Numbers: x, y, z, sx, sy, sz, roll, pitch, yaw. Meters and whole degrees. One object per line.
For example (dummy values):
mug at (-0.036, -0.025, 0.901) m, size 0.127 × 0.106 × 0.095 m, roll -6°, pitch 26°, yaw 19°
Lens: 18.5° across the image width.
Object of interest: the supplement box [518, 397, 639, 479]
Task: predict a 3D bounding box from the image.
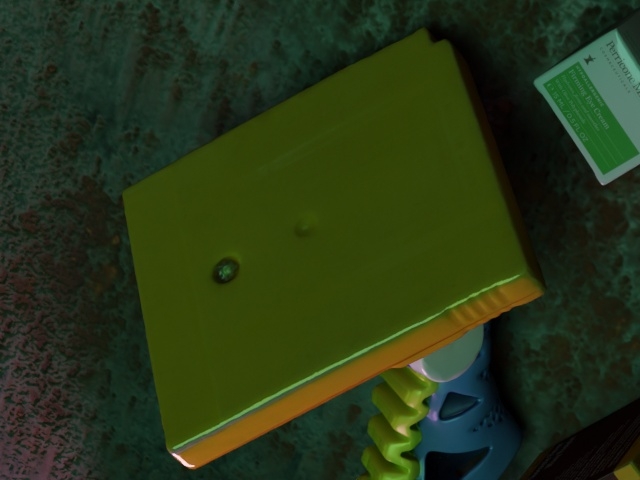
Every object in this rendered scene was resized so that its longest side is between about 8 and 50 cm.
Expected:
supplement box at (0.252, 0.228, 1.619) m, size 0.194 × 0.191 × 0.129 m, roll -35°, pitch 92°, yaw 36°

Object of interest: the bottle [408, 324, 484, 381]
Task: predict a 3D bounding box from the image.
bottle at (0.022, 0.033, 1.653) m, size 0.283 × 0.118 × 0.092 m, roll 30°, pitch 148°, yaw 46°

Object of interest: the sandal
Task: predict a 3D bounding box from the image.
sandal at (0.115, 0.163, 1.734) m, size 0.138 × 0.126 × 0.317 m, roll 5°, pitch 112°, yaw -13°

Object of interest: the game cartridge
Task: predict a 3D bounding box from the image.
game cartridge at (0.000, 0.000, 1.587) m, size 0.323 × 0.285 × 0.053 m, roll -26°, pitch 139°, yaw 15°

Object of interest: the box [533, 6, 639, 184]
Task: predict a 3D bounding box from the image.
box at (0.240, -0.116, 1.526) m, size 0.087 × 0.102 × 0.101 m, roll -33°, pitch 92°, yaw 34°
